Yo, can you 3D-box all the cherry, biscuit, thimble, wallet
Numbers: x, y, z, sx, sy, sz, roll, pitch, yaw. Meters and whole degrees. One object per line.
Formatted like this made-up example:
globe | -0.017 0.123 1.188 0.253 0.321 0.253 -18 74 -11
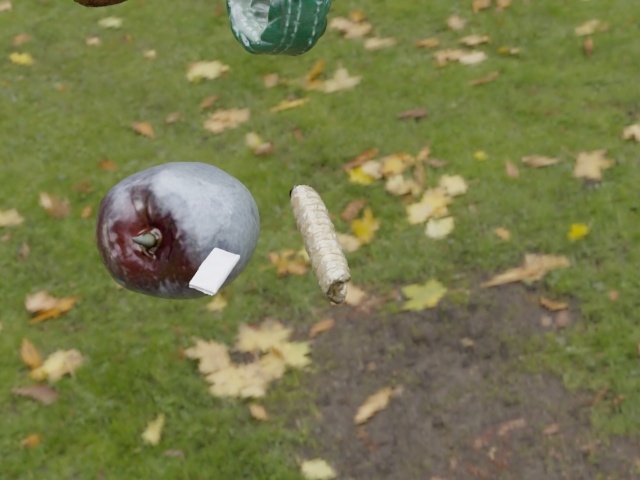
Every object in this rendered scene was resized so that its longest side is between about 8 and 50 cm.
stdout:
cherry | -0.221 -0.019 1.806 0.255 0.218 0.296 -6 15 24
biscuit | 0.000 0.000 1.747 0.055 0.061 0.219 -19 48 -1
thimble | -0.099 -0.577 2.688 0.167 0.288 0.254 -7 26 -33
wallet | -0.152 0.044 1.650 0.044 0.011 0.083 18 48 17

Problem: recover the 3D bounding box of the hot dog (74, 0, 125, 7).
hot dog | -0.266 -0.329 1.352 0.065 0.099 0.147 -35 -5 36
